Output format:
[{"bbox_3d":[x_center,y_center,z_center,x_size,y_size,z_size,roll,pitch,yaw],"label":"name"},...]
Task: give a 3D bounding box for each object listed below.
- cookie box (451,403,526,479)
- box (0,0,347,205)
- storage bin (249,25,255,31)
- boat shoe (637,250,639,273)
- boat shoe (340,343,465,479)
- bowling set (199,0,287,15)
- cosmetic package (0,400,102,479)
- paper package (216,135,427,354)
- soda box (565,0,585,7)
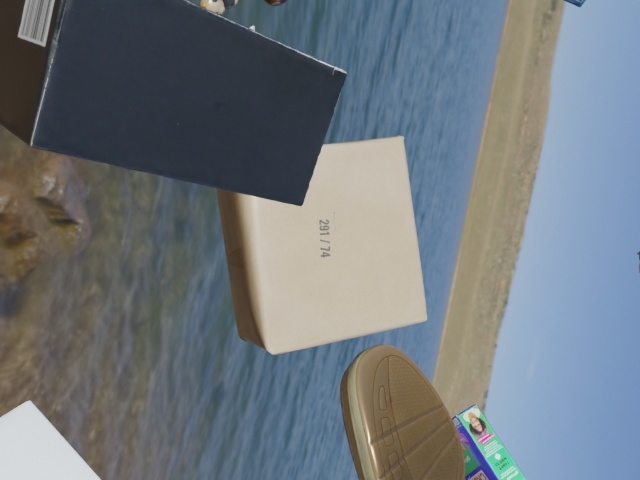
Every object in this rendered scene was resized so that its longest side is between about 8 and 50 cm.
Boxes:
[{"bbox_3d":[0.197,0.278,0.802,0.040,0.107,0.092,-21,156,-30],"label":"cookie box"},{"bbox_3d":[-0.141,-0.120,0.438,0.184,0.261,0.103,6,105,-43],"label":"box"},{"bbox_3d":[-0.261,-0.286,1.119,0.260,0.262,0.123,99,8,-50],"label":"storage bin"},{"bbox_3d":[0.615,-0.003,0.923,0.319,0.116,0.099,164,-71,-66],"label":"boat shoe"},{"bbox_3d":[0.084,0.276,0.640,0.121,0.110,0.341,-17,89,-40],"label":"boat shoe"},{"bbox_3d":[-0.165,-0.429,1.038,0.154,0.200,0.287,-43,-169,26],"label":"bowling set"},{"bbox_3d":[-0.235,0.395,0.680,0.097,0.377,0.284,-34,150,-39],"label":"cosmetic package"},{"bbox_3d":[0.000,0.000,1.055,0.168,0.309,0.325,176,-94,-67],"label":"paper package"},{"bbox_3d":[0.317,-0.433,0.927,0.071,0.210,0.067,120,-11,-58],"label":"soda box"}]
